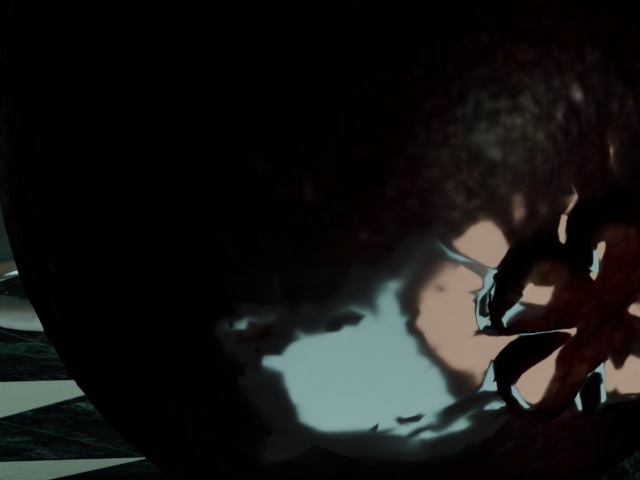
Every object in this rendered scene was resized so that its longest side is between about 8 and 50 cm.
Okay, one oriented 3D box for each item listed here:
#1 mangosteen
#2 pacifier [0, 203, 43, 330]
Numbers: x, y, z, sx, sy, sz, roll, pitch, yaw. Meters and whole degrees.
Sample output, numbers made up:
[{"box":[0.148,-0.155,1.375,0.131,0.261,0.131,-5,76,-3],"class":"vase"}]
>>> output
[{"box":[0.013,-0.065,0.869,0.382,0.382,0.435,9,-160,-37],"class":"mangosteen"},{"box":[-0.148,-0.063,1.168,0.279,0.227,0.207,-1,125,16],"class":"pacifier"}]
